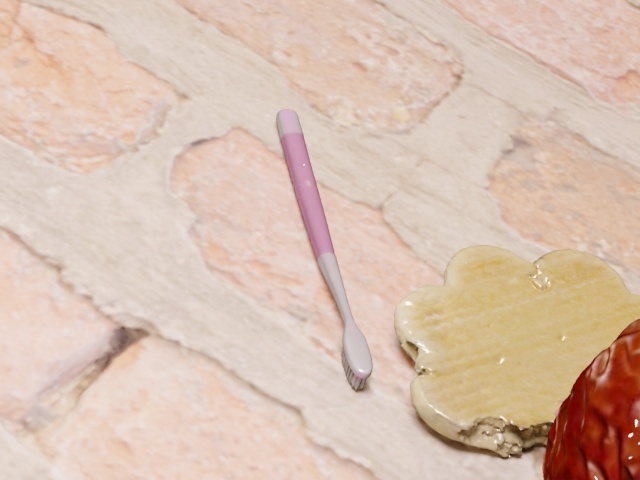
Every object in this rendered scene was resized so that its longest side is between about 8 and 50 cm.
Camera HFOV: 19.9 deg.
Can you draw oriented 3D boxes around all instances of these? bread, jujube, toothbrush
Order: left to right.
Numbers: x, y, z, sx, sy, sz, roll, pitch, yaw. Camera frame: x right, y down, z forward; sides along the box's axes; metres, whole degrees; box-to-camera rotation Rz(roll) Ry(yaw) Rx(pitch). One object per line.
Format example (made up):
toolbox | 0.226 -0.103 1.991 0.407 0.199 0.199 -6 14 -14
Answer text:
toothbrush | 0.000 0.000 1.411 0.020 0.025 0.286 0 46 -17
bread | 0.174 0.081 1.382 0.251 0.039 0.182 2 47 -18
jujube | 0.256 0.151 1.206 0.213 0.232 0.213 11 47 -12
